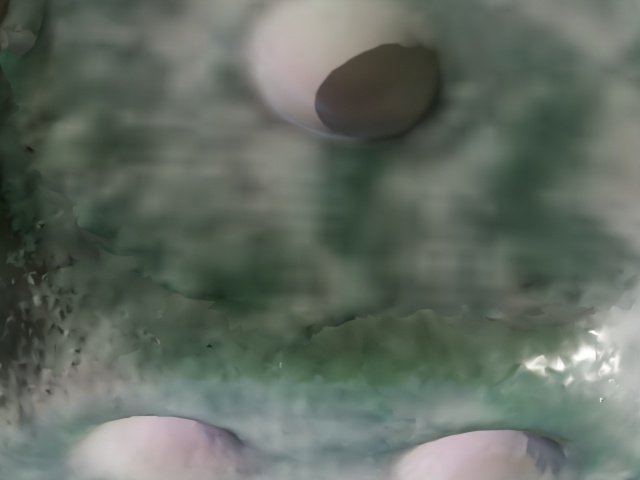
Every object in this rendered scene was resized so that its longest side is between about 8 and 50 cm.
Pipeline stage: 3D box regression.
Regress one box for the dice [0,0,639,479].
[{"bbox_3d":[0.000,0.000,0.793,0.330,0.348,0.328,2,-121,-2],"label":"dice"}]
